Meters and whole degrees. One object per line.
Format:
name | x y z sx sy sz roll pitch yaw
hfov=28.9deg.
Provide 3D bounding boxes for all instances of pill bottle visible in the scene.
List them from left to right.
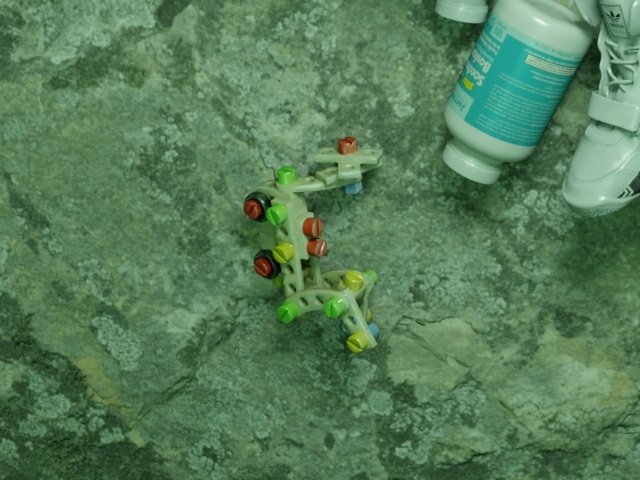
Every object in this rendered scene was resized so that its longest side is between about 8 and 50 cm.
pill bottle | 0.215 -0.403 1.730 0.103 0.103 0.184 15 115 8
pill bottle | 0.269 -0.214 1.770 0.146 0.146 0.264 26 115 3

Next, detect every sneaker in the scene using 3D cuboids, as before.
sneaker | 0.400 -0.222 1.649 0.210 0.137 0.366 36 86 -35

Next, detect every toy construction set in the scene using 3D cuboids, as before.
toy construction set | 0.000 0.000 1.922 0.215 0.151 0.328 13 108 35
